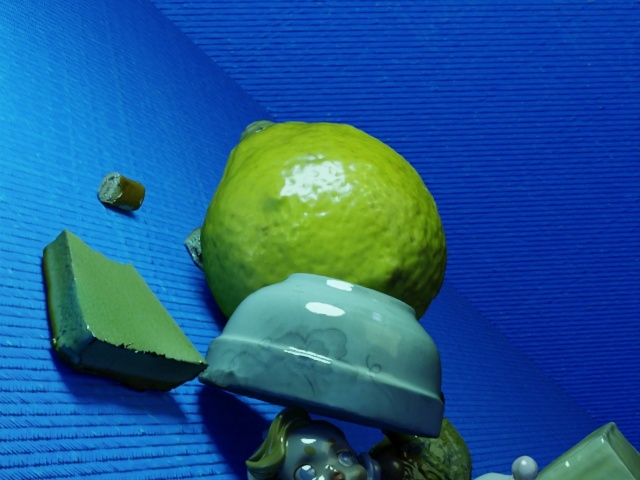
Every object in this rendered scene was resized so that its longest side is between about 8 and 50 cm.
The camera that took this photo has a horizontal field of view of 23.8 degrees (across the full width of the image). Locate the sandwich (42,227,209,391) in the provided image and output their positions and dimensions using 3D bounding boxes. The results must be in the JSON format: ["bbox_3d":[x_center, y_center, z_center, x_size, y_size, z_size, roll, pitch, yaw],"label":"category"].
[{"bbox_3d":[-0.259,0.073,1.720,0.212,0.063,0.245,49,10,26],"label":"sandwich"}]

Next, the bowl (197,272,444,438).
[{"bbox_3d":[0.015,0.141,1.874,0.307,0.163,0.307,15,-10,3],"label":"bowl"}]

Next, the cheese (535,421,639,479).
[{"bbox_3d":[0.390,0.420,2.440,0.124,0.265,0.242,53,12,14],"label":"cheese"}]

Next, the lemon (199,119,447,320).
[{"bbox_3d":[0.000,0.000,2.173,0.387,0.350,0.350,65,13,5],"label":"lemon"}]

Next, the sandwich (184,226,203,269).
[{"bbox_3d":[-0.159,0.029,2.294,0.105,0.036,0.093,51,11,10],"label":"sandwich"}]

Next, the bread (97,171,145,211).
[{"bbox_3d":[-0.282,-0.068,2.147,0.036,0.047,0.083,19,-3,23],"label":"bread"}]

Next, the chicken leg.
[{"bbox_3d":[0.108,0.365,1.971,0.211,0.140,0.361,62,30,-18],"label":"chicken leg"}]

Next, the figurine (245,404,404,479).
[{"bbox_3d":[0.023,0.322,1.742,0.274,0.194,0.133,44,-33,5],"label":"figurine"}]

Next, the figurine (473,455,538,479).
[{"bbox_3d":[0.260,0.404,2.092,0.182,0.144,0.257,71,-19,-3],"label":"figurine"}]
